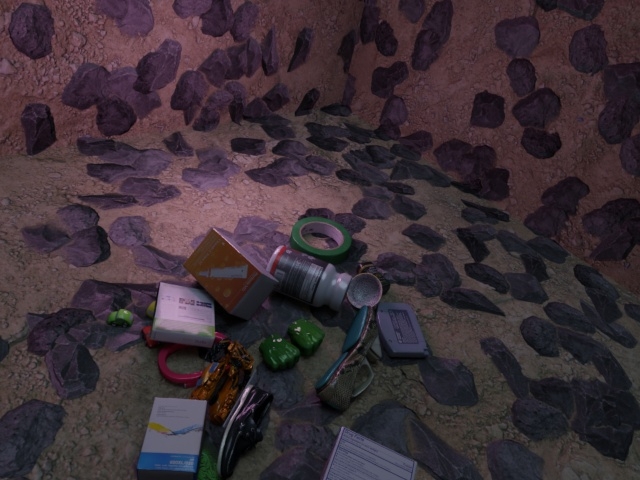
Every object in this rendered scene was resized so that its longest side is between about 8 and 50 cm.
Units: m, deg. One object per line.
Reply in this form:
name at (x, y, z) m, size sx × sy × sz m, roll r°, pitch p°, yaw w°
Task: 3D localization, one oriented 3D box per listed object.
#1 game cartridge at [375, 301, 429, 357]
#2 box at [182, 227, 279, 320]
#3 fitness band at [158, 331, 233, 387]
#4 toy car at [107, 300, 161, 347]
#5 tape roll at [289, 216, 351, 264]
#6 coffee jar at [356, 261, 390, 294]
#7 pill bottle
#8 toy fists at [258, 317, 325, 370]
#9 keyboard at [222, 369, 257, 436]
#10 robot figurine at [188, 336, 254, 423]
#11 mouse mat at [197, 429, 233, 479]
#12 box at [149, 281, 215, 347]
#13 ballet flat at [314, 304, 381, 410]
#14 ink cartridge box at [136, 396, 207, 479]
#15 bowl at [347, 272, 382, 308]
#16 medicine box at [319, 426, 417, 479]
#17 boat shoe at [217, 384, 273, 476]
game cartridge at (0.352, 0.400, 2.131) m, size 0.196 × 0.060 × 0.294 m, roll 7°, pitch 37°, yaw -15°
box at (-0.386, 0.144, 2.041) m, size 0.345 × 0.215 × 0.168 m, roll 38°, pitch -2°, yaw 28°
fitness band at (-0.466, 0.447, 1.806) m, size 0.290 × 0.054 × 0.209 m, roll -9°, pitch 40°, yaw -29°
toy car at (-0.729, 0.312, 1.885) m, size 0.224 × 0.053 × 0.239 m, roll 7°, pitch 38°, yaw -9°
tape roll at (0.000, 0.000, 2.505) m, size 0.321 × 0.077 × 0.321 m, roll 9°, pitch 38°, yaw -7°
coffee jar at (0.258, 0.184, 2.351) m, size 0.096 × 0.079 × 0.184 m, roll -11°, pitch 44°, yaw -30°
pill bottle at (-0.055, 0.177, 2.151) m, size 0.362 × 0.210 × 0.210 m, roll 21°, pitch 38°, yaw 8°
toy fists at (-0.107, 0.426, 1.914) m, size 0.279 × 0.096 × 0.142 m, roll -24°, pitch 41°, yaw -37°
keyboard at (-0.282, 0.574, 1.682) m, size 0.014 × 0.072 × 0.256 m, roll 17°, pitch 37°, yaw 11°
robot figurine at (-0.337, 0.489, 1.699) m, size 0.211 × 0.085 × 0.291 m, roll 51°, pitch 41°, yaw -22°
mouse mat at (-0.391, 0.714, 1.523) m, size 0.152 × 0.007 × 0.189 m, roll -21°, pitch 50°, yaw -37°
box at (-0.541, 0.292, 1.889) m, size 0.232 × 0.059 × 0.322 m, roll 13°, pitch 22°, yaw -19°
ballet flat at (0.147, 0.478, 1.907) m, size 0.182 × 0.164 × 0.483 m, roll 39°, pitch 45°, yaw -3°
ink cartridge box at (-0.449, 0.632, 1.461) m, size 0.168 × 0.171 × 0.233 m, roll 7°, pitch 39°, yaw -9°
bowl at (0.217, 0.246, 2.237) m, size 0.170 × 0.080 × 0.170 m, roll -7°, pitch 70°, yaw 19°
medicine box at (0.127, 0.770, 1.444) m, size 0.263 × 0.149 × 0.289 m, roll 23°, pitch 34°, yaw 8°
boat shoe at (-0.239, 0.631, 1.580) m, size 0.113 × 0.127 × 0.340 m, roll 8°, pitch 26°, yaw 9°
